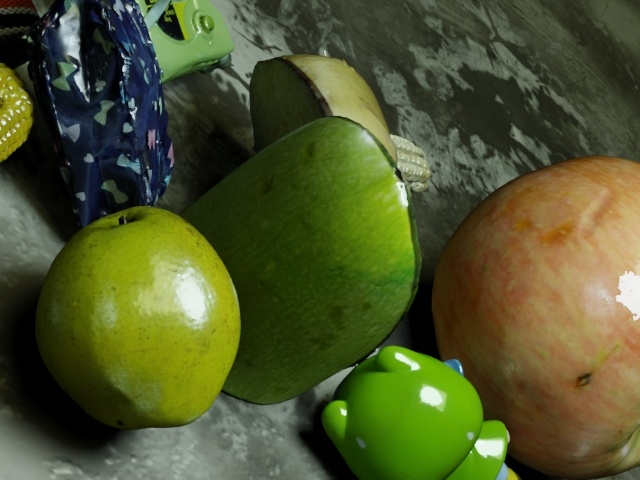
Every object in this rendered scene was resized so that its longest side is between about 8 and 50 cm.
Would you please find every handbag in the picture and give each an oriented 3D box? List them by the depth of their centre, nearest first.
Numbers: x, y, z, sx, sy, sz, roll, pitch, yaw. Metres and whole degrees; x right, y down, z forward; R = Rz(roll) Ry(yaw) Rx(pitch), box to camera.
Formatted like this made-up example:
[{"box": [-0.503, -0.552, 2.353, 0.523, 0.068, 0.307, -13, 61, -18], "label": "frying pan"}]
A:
[{"box": [-0.207, -0.129, 1.397, 0.162, 0.113, 0.260, -77, 158, -61], "label": "handbag"}]

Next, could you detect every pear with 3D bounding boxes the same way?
[{"box": [-0.164, 0.071, 1.288, 0.198, 0.198, 0.198, 33, 39, -32], "label": "pear"}]

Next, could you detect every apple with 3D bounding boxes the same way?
[{"box": [0.324, 0.082, 1.736, 0.391, 0.391, 0.346, 8, 35, -49], "label": "apple"}]

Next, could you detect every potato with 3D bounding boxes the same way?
[{"box": [0.019, -0.088, 1.571, 0.116, 0.299, 0.239, -10, 106, -18], "label": "potato"}]

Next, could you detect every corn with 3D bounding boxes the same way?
[{"box": [-0.335, -0.087, 1.275, 0.097, 0.097, 0.262, 49, 34, -11], "label": "corn"}, {"box": [0.046, -0.107, 1.804, 0.210, 0.087, 0.087, 19, 48, -38], "label": "corn"}]

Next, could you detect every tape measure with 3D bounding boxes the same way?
[{"box": [-0.195, -0.244, 1.589, 0.200, 0.106, 0.175, -36, 105, -56], "label": "tape measure"}]

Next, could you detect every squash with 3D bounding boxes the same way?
[{"box": [0.000, 0.000, 1.434, 0.210, 0.309, 0.234, -3, 64, -54], "label": "squash"}]

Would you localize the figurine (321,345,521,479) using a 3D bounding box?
[{"box": [0.117, 0.215, 1.552, 0.263, 0.162, 0.143, 42, 9, -32], "label": "figurine"}]

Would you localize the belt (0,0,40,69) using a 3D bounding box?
[{"box": [-0.383, -0.195, 1.298, 0.094, 0.126, 0.359, 52, 26, 12], "label": "belt"}]
